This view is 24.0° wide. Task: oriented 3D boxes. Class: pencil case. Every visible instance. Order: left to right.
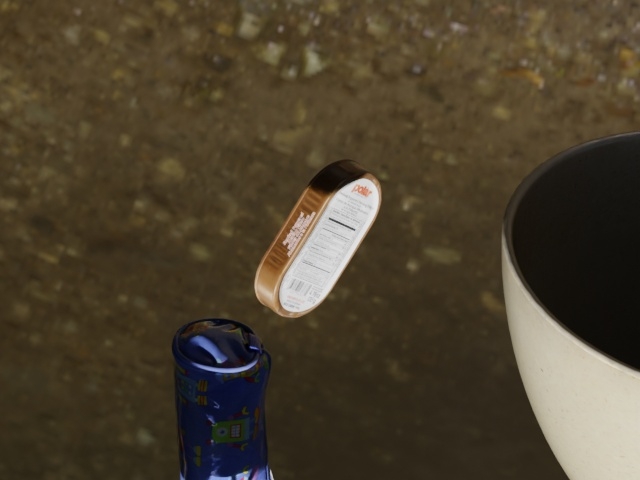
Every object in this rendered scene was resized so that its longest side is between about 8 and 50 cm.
[{"bbox_3d":[-0.124,0.247,1.986,0.133,0.119,0.306,-5,124,-7],"label":"pencil case"}]

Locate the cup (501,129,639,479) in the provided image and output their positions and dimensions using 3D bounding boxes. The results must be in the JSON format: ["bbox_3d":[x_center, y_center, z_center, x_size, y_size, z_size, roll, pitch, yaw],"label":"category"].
[{"bbox_3d":[0.296,0.099,1.183,0.331,0.331,0.237,10,129,10],"label":"cup"}]

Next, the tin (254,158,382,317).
[{"bbox_3d":[0.000,0.000,1.662,0.040,0.190,0.106,35,-173,31],"label":"tin"}]
